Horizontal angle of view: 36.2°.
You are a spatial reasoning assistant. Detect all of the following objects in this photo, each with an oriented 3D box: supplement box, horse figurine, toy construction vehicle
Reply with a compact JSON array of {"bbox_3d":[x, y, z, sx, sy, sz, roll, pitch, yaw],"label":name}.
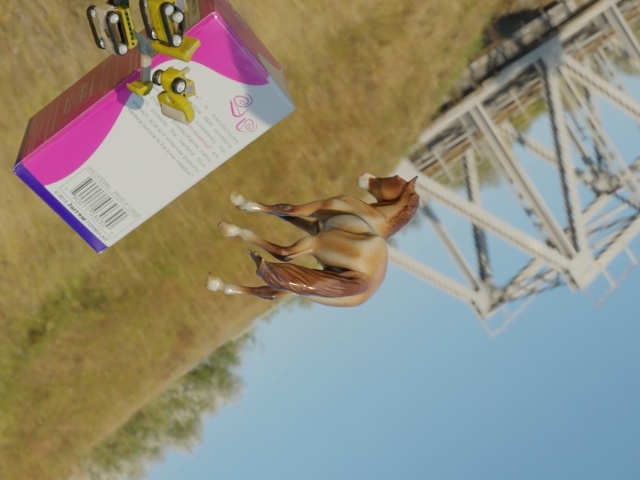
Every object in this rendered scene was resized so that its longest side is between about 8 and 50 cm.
[{"bbox_3d":[-0.146,-0.110,0.865,0.220,0.111,0.114,-34,-151,12],"label":"supplement box"},{"bbox_3d":[0.000,0.000,0.849,0.175,0.066,0.263,9,-158,0],"label":"horse figurine"},{"bbox_3d":[-0.112,-0.133,0.668,0.086,0.098,0.035,22,-128,31],"label":"toy construction vehicle"}]
